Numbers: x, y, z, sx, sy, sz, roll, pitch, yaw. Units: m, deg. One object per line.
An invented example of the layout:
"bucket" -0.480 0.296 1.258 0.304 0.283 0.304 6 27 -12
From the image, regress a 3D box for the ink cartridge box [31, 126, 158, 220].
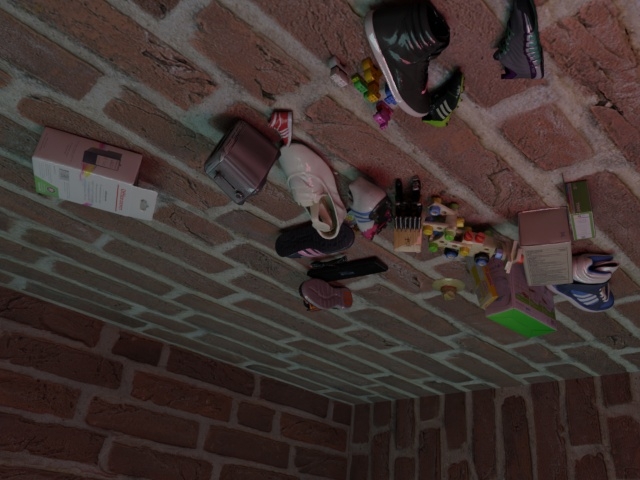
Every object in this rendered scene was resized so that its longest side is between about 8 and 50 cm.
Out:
"ink cartridge box" -0.667 -0.193 1.706 0.353 0.119 0.207 16 149 -15

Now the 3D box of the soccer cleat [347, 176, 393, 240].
"soccer cleat" 0.148 -0.105 1.738 0.143 0.116 0.331 45 171 13

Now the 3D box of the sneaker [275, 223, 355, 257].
"sneaker" 0.000 0.000 1.955 0.319 0.112 0.131 -6 172 35

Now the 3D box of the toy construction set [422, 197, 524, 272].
"toy construction set" 0.473 -0.006 1.762 0.327 0.151 0.215 26 153 11

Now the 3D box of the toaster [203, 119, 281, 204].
"toaster" -0.207 -0.217 1.501 0.146 0.227 0.129 41 138 -21

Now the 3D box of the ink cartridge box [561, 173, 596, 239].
"ink cartridge box" 0.741 -0.098 1.603 0.062 0.109 0.209 -9 147 26

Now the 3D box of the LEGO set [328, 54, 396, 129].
"LEGO set" 0.120 -0.340 1.306 0.087 0.093 0.227 -20 142 39

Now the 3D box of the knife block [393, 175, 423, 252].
"knife block" 0.276 -0.095 1.755 0.088 0.242 0.276 3 -164 9

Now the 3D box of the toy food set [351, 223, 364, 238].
"toy food set" 0.116 -0.050 1.917 0.122 0.019 0.078 31 144 -24

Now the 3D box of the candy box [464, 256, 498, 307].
"candy box" 0.555 0.121 1.943 0.027 0.206 0.105 -4 153 -13

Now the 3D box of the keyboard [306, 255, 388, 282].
"keyboard" 0.085 0.105 2.190 0.317 0.033 0.201 -14 153 31

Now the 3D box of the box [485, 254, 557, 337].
"box" 0.716 0.193 2.012 0.262 0.231 0.126 25 145 -31

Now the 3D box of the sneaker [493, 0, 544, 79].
"sneaker" 0.397 -0.404 1.150 0.098 0.083 0.224 -3 151 27

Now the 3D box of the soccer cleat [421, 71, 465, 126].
"soccer cleat" 0.289 -0.330 1.328 0.072 0.060 0.179 10 154 -3

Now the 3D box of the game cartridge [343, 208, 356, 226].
"game cartridge" 0.101 -0.076 1.856 0.056 0.017 0.083 30 137 -26

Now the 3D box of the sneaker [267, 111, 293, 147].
"sneaker" -0.107 -0.295 1.486 0.067 0.042 0.118 3 144 -3

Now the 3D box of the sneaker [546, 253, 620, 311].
"sneaker" 0.984 0.148 1.978 0.322 0.130 0.236 22 152 -16

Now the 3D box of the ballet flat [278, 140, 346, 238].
"ballet flat" -0.015 -0.131 1.677 0.139 0.139 0.400 -5 149 20

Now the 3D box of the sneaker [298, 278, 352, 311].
"sneaker" -0.022 0.245 2.335 0.180 0.125 0.321 -14 156 35

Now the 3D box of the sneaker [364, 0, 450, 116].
"sneaker" 0.218 -0.379 1.200 0.146 0.105 0.296 -5 145 31

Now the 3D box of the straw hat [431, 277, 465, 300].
"straw hat" 0.517 0.209 2.259 0.144 0.061 0.144 5 152 3

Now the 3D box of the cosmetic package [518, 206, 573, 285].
"cosmetic package" 0.731 0.027 1.814 0.153 0.129 0.296 -5 150 21
